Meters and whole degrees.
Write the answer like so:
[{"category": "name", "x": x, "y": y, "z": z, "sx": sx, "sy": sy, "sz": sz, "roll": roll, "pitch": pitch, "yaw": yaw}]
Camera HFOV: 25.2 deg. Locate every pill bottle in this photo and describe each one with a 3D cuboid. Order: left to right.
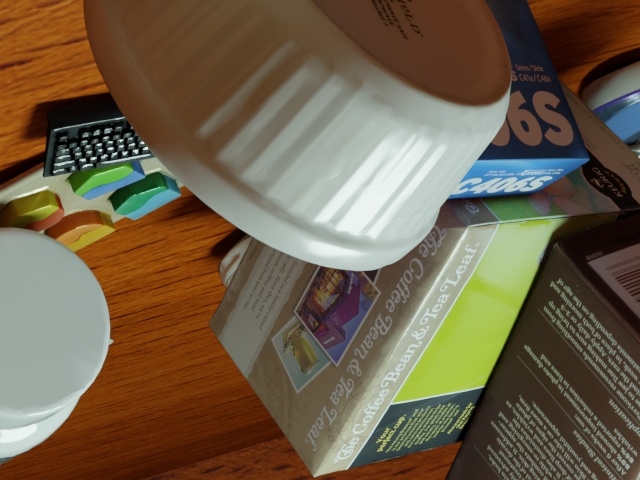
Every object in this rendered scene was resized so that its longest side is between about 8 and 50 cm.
[{"category": "pill bottle", "x": -0.346, "y": 0.122, "z": 1.377, "sx": 0.204, "sy": 0.204, "sz": 0.361, "roll": -9, "pitch": 168, "yaw": -32}]

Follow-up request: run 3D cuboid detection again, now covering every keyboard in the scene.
[{"category": "keyboard", "x": -0.141, "y": -0.099, "z": 1.197, "sx": 0.180, "sy": 0.023, "sz": 0.108, "roll": -13, "pitch": 146, "yaw": -24}]

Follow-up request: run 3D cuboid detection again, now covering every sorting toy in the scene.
[{"category": "sorting toy", "x": -0.218, "y": -0.038, "z": 1.334, "sx": 0.208, "sy": 0.038, "sz": 0.193, "roll": -22, "pitch": 165, "yaw": 13}]

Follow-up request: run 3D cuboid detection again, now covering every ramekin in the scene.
[{"category": "ramekin", "x": -0.001, "y": -0.125, "z": 0.891, "sx": 0.273, "sy": 0.273, "sz": 0.127, "roll": -1, "pitch": 144, "yaw": -49}]

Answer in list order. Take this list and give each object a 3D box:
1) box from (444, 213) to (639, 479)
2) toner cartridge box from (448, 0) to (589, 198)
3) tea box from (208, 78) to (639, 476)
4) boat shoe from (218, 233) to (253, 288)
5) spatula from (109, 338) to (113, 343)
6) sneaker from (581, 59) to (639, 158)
[{"category": "box", "x": 0.267, "y": 0.179, "z": 1.379, "sx": 0.143, "sy": 0.191, "sz": 0.381, "roll": -16, "pitch": 142, "yaw": -33}, {"category": "toner cartridge box", "x": 0.060, "y": -0.119, "z": 1.146, "sx": 0.348, "sy": 0.165, "sz": 0.075, "roll": -5, "pitch": 158, "yaw": -44}, {"category": "tea box", "x": 0.120, "y": 0.027, "z": 1.427, "sx": 0.323, "sy": 0.220, "sz": 0.329, "roll": -6, "pitch": 136, "yaw": -42}, {"category": "boat shoe", "x": -0.003, "y": 0.001, "z": 1.594, "sx": 0.118, "sy": 0.103, "sz": 0.320, "roll": -6, "pitch": 155, "yaw": -42}, {"category": "spatula", "x": -0.399, "y": 0.154, "z": 1.832, "sx": 0.242, "sy": 0.019, "sz": 0.168, "roll": -21, "pitch": 166, "yaw": 6}, {"category": "sneaker", "x": 0.400, "y": -0.061, "z": 1.616, "sx": 0.130, "sy": 0.236, "sz": 0.323, "roll": -22, "pitch": 165, "yaw": 12}]
